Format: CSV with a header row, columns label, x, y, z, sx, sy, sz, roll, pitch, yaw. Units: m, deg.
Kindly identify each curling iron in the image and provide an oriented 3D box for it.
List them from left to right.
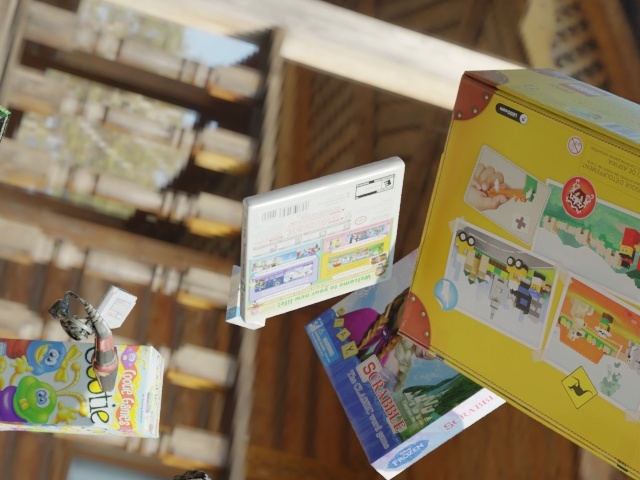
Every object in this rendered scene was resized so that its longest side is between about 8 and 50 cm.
label,x,y,z,sx,sy,sz,roll,pitch,yaw
curling iron,-0.241,0.118,1.604,0.035,0.068,0.274,-46,165,-15

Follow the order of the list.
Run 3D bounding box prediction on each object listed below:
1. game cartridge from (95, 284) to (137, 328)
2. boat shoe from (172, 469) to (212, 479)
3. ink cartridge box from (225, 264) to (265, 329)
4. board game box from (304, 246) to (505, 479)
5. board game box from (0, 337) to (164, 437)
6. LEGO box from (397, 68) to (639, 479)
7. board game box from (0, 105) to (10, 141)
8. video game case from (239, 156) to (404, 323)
label,x,y,z,sx,sy,sz,roll,pitch,yaw
game cartridge,-0.277,0.091,1.992,0.056,0.017,0.083,-60,163,-4
boat shoe,-0.188,0.498,2.071,0.127,0.158,0.340,-17,-143,42
ink cartridge box,-0.099,0.075,2.047,0.028,0.048,0.083,-24,-126,51
board game box,0.165,0.169,2.381,0.318,0.066,0.318,-35,-134,7
board game box,-0.413,0.248,2.494,0.142,0.275,0.144,79,14,-76
LEGO box,0.364,0.043,1.805,0.500,0.193,0.372,31,-63,40
board game box,-0.404,-0.019,1.535,0.136,0.030,0.259,-41,164,-52
video game case,0.000,0.000,1.841,0.023,0.212,0.193,52,-30,41
